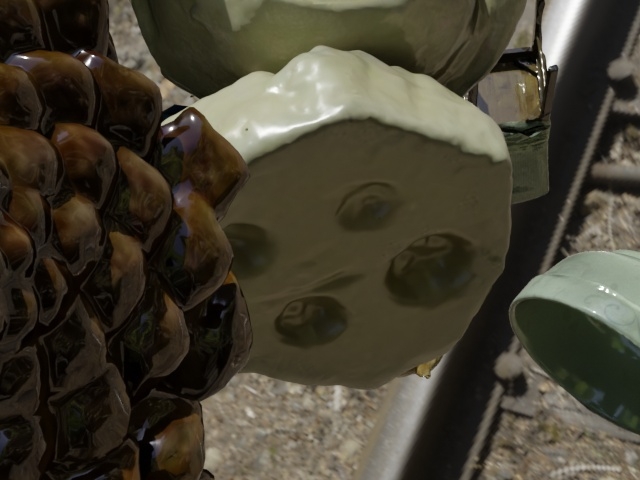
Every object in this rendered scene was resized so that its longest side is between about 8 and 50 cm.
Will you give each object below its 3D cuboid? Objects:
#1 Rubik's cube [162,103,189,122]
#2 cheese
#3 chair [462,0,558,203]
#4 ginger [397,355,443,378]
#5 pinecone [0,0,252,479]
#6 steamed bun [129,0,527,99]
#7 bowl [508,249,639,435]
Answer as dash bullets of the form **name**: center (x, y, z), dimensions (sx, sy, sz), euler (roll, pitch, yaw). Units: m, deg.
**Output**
- **Rubik's cube**: center (-0.118, -0.057, 1.035), dimensions (0.133, 0.133, 0.112), euler (-51, 16, -2)
- **cheese**: center (0.000, 0.000, 0.906), dimensions (0.317, 0.326, 0.115), euler (-20, 45, -1)
- **chair**: center (0.291, -0.217, 1.827), dimensions (0.160, 0.319, 0.186), euler (-7, 60, 3)
- **ginger**: center (0.109, 0.163, 1.554), dimensions (0.057, 0.137, 0.044), euler (-148, 53, -65)
- **pinecone**: center (-0.243, 0.034, 0.527), dimensions (0.384, 0.384, 0.385), euler (-15, 58, 25)
- **steamed bun**: center (0.024, -0.206, 1.031), dimensions (0.339, 0.247, 0.352), euler (-30, 18, -24)
- **bowl**: center (0.427, 0.128, 1.582), dimensions (0.307, 0.307, 0.163), euler (28, 71, 39)
